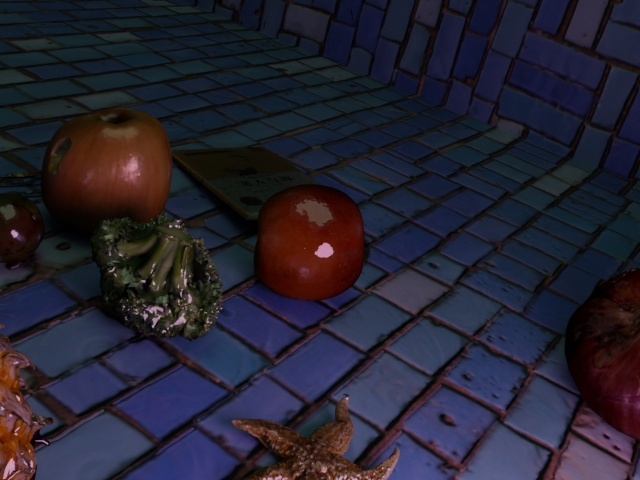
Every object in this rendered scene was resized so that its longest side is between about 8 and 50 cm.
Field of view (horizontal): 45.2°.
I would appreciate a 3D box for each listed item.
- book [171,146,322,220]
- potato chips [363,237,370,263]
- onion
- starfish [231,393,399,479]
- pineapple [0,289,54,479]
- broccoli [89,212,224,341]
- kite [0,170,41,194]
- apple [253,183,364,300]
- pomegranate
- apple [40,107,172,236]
[{"bbox_3d":[-0.150,-0.139,1.787,0.269,0.032,0.389,-7,29,-35],"label":"book"},{"bbox_3d":[0.001,-0.004,1.645,0.220,0.029,0.202,19,27,6],"label":"potato chips"},{"bbox_3d":[0.605,0.213,1.328,0.348,0.285,0.347,-21,37,17],"label":"onion"},{"bbox_3d":[-0.014,0.291,1.030,0.236,0.062,0.277,15,28,2],"label":"starfish"},{"bbox_3d":[-0.450,0.163,0.720,0.352,0.300,0.352,-7,39,5],"label":"pineapple"},{"bbox_3d":[-0.258,0.057,1.235,0.198,0.176,0.226,-15,24,-38],"label":"broccoli"},{"bbox_3d":[-0.663,-0.108,1.520,0.285,0.015,0.152,-7,36,-32],"label":"kite"},{"bbox_3d":[-0.019,0.003,1.417,0.201,0.218,0.218,5,27,-5],"label":"apple"},{"bbox_3d":[-0.532,-0.016,1.308,0.130,0.130,0.130,12,27,-6],"label":"pomegranate"},{"bbox_3d":[-0.399,-0.134,1.451,0.242,0.241,0.242,13,29,-8],"label":"apple"}]
